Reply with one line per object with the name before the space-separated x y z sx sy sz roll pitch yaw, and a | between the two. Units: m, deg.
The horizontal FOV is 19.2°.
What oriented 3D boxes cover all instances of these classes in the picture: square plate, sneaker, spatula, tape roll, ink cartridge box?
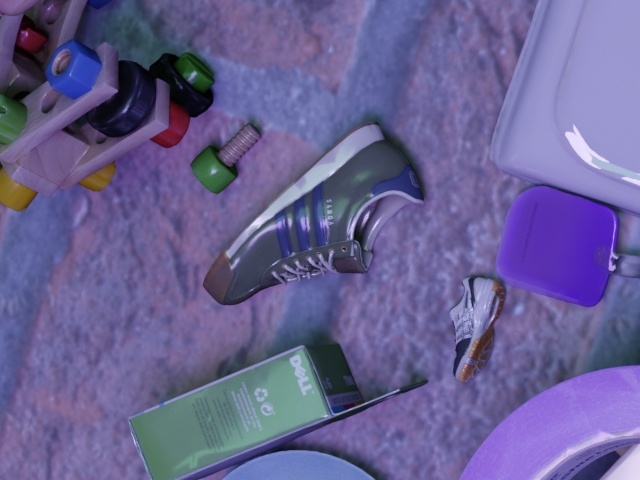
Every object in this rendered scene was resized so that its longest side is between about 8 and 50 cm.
square plate | 0.318 -0.144 1.352 0.347 0.049 0.344 21 116 14
sneaker | 0.000 0.000 1.487 0.192 0.064 0.086 -44 72 6
spatula | 0.278 0.028 1.425 0.296 0.030 0.084 14 103 14
tape roll | 0.219 0.221 1.239 0.275 0.090 0.275 -3 81 19
sneaker | 0.116 0.068 1.474 0.037 0.032 0.083 17 87 29
ink cartridge box | -0.032 0.125 1.467 0.209 0.109 0.062 -23 82 13

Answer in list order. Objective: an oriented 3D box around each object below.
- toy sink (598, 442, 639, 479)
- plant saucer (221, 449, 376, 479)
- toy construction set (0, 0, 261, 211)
toy sink | 0.262 0.195 1.360 0.131 0.153 0.234 44 99 14
plant saucer | -0.012 0.262 1.491 0.195 0.037 0.195 -1 87 15
toy construction set | -0.256 -0.108 1.459 0.237 0.309 0.257 -43 69 14
